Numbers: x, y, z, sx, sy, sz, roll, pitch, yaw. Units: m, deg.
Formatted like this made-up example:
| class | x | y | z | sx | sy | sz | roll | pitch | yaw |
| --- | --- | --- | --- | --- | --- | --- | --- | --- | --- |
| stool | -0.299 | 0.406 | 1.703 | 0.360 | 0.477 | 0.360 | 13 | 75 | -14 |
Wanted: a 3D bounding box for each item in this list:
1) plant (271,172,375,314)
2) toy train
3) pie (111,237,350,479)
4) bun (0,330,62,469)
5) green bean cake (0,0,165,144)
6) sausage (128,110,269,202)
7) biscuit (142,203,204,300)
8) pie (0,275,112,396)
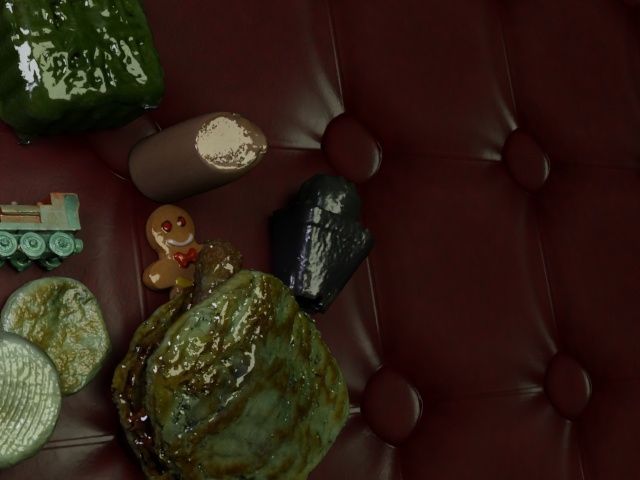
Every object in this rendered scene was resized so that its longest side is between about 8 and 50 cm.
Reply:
| class | x | y | z | sx | sy | sz | roll | pitch | yaw |
| --- | --- | --- | --- | --- | --- | --- | --- | --- | --- |
| plant | 0.000 | 0.000 | 2.112 | 0.164 | 0.142 | 0.256 | 25 | 66 | -29 |
| toy train | -0.454 | -0.016 | 1.811 | 0.176 | 0.074 | 0.118 | 1 | 66 | -33 |
| pie | -0.122 | 0.253 | 1.906 | 0.418 | 0.180 | 0.395 | 53 | 56 | -29 |
| bun | -0.466 | 0.226 | 1.685 | 0.195 | 0.118 | 0.195 | 1 | 88 | -30 |
| green bean cake | -0.397 | -0.300 | 1.884 | 0.250 | 0.156 | 0.247 | -10 | 81 | -39 |
| sausage | -0.202 | -0.138 | 1.925 | 0.123 | 0.253 | 0.123 | 8 | 76 | -36 |
| biscuit | -0.219 | 0.056 | 1.990 | 0.165 | 0.036 | 0.250 | -20 | 89 | -41 |
| pie | -0.407 | 0.147 | 1.811 | 0.187 | 0.041 | 0.187 | 13 | 69 | -36 |
